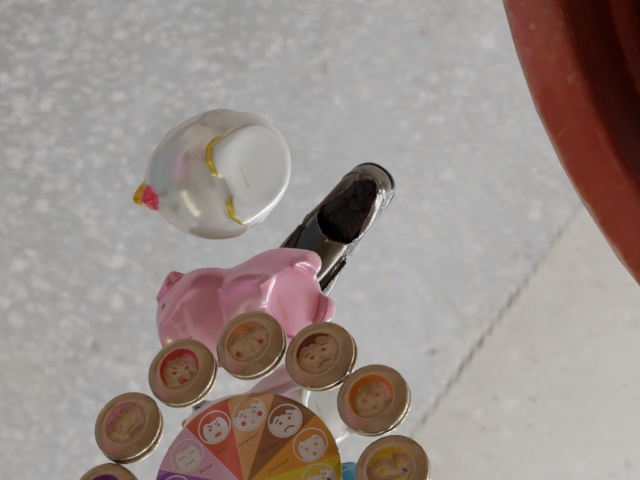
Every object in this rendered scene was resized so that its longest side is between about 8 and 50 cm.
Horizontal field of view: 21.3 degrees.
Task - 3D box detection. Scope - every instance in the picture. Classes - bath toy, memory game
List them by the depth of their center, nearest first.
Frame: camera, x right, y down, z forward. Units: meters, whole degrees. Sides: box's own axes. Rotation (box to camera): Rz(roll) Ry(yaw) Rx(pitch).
[{"bbox_3d":[-0.036,0.117,0.820,0.186,0.186,0.012,-53,148,-11],"label":"memory game"},{"bbox_3d":[-0.065,0.071,1.327,0.151,0.129,0.348,-24,104,-39],"label":"bath toy"}]

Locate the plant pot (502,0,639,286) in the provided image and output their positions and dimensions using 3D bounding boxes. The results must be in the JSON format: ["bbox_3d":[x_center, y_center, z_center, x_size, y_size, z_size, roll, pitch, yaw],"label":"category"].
[{"bbox_3d":[0.192,-0.076,0.410,0.272,0.265,0.273,0,91,13],"label":"plant pot"}]

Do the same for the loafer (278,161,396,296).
[{"bbox_3d":[0.000,0.000,1.938,0.080,0.078,0.220,34,92,7],"label":"loafer"}]
